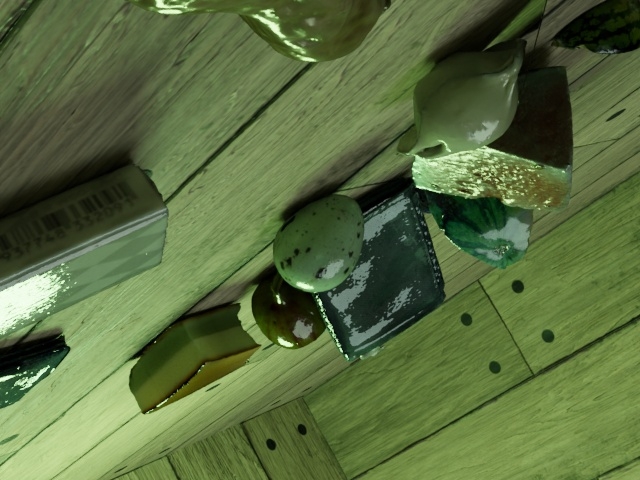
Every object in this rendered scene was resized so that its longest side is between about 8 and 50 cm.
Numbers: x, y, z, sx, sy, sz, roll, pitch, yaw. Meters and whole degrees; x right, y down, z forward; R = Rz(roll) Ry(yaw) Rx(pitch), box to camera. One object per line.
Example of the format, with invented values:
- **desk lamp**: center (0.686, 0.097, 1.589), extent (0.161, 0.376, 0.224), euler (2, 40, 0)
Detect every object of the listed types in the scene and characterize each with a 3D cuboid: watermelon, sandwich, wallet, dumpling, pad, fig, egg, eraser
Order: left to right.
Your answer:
- **wallet**: center (-0.523, 0.220, 1.398), extent (0.190, 0.046, 0.379), euler (-36, 167, 32)
- **eraser**: center (-0.350, 0.054, 1.037), extent (0.397, 0.082, 0.213), euler (-26, 166, -19)
- **sandwich**: center (-0.231, 0.219, 1.923), extent (0.220, 0.108, 0.186), euler (-41, 163, 35)
- **fig**: center (-0.054, 0.119, 1.847), extent (0.148, 0.142, 0.186), euler (-33, 168, 7)
- **egg**: center (0.000, 0.000, 1.563), extent (0.164, 0.131, 0.131), euler (-58, 160, 14)
- **wallet**: center (0.090, 0.053, 1.808), extent (0.237, 0.075, 0.342), euler (-34, 140, -9)
- **dumpling**: center (0.177, -0.180, 1.285), extent (0.181, 0.111, 0.155), euler (-10, -153, 22)
- **watermelon**: center (0.248, -0.063, 1.662), extent (0.146, 0.231, 0.128), euler (-13, 173, -20)
- **watermelon**: center (0.274, -0.122, 1.499), extent (0.261, 0.201, 0.213), euler (-25, 159, -4)
- **pad**: center (0.261, -0.243, 1.263), extent (0.188, 0.006, 0.113), euler (61, 46, -79)
- **watermelon**: center (0.411, -0.289, 1.443), extent (0.163, 0.069, 0.087), euler (-20, 164, -31)

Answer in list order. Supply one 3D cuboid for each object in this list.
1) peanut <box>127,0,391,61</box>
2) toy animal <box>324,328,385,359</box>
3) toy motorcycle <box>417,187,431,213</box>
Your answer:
- **peanut**: center (-0.043, -0.200, 0.602), extent (0.291, 0.143, 0.159), euler (4, 111, -60)
- **toy animal**: center (0.103, 0.115, 2.071), extent (0.325, 0.208, 0.154), euler (118, -8, -50)
- **toy motorcycle**: center (0.288, -0.093, 1.795), extent (0.254, 0.135, 0.092), euler (-28, 168, -9)
